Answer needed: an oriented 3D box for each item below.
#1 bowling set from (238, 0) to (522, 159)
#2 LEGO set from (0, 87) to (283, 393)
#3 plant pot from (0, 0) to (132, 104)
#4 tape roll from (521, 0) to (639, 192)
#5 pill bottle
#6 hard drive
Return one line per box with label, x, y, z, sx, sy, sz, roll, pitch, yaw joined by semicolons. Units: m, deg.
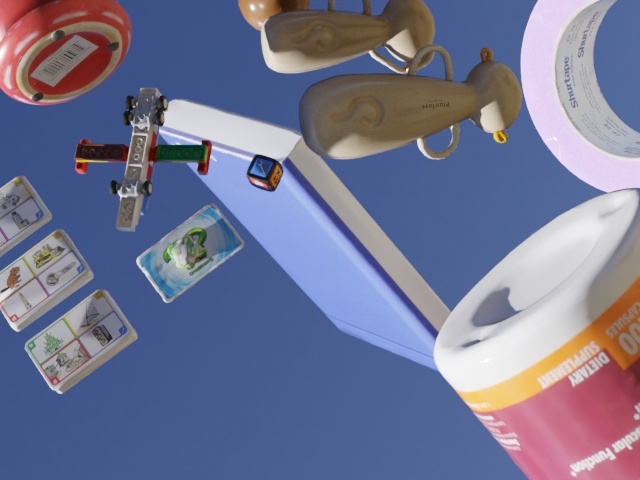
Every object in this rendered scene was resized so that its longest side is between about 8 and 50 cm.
bowling set;0.029;-0.202;1.260;0.154;0.200;0.287;-9;-81;-13
LEGO set;-0.150;-0.013;1.427;0.244;0.182;0.060;-37;-27;-3
plant pot;-0.320;-0.264;2.081;0.191;0.174;0.191;-24;-27;-13
tape roll;0.362;-0.190;2.003;0.090;0.275;0.274;-21;-54;-48
pill bottle;0.293;0.170;1.440;0.392;0.224;0.224;50;-125;-10
hard drive;0.000;0.000;1.677;0.040;0.210;0.318;-52;-54;-14
